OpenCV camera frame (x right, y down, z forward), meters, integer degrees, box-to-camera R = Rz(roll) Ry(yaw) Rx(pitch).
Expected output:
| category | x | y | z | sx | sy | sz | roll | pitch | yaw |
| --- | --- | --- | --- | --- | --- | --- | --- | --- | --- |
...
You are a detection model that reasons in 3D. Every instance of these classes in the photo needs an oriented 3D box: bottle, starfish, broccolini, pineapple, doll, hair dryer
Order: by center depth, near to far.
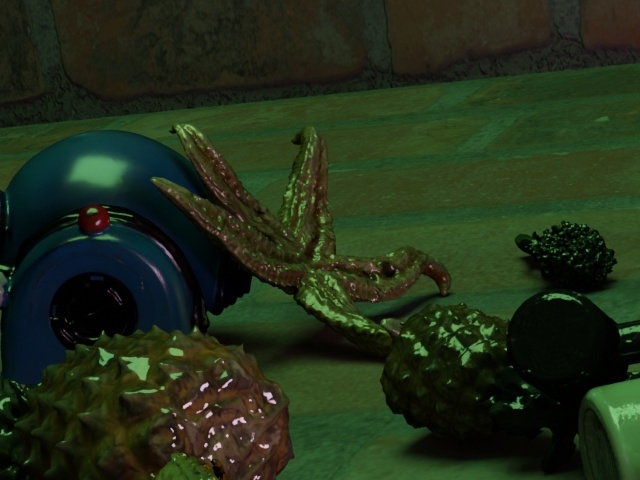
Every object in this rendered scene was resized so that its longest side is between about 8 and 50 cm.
| category | x | y | z | sx | sy | sz | roll | pitch | yaw |
| --- | --- | --- | --- | --- | --- | --- | --- | --- | --- |
| bottle | 0.302 | 0.125 | 1.245 | 0.245 | 0.104 | 0.104 | -10 | 13 | -8 |
| hair dryer | 0.255 | 0.062 | 1.266 | 0.248 | 0.070 | 0.114 | -9 | -15 | 18 |
| pineapple | -0.174 | 0.142 | 1.379 | 0.175 | 0.175 | 0.361 | -19 | 13 | -37 |
| pineapple | 0.165 | 0.113 | 1.411 | 0.237 | 0.111 | 0.119 | 13 | 57 | 39 |
| doll | -0.205 | 0.024 | 1.782 | 0.284 | 0.240 | 0.310 | 10 | 15 | -5 |
| starfish | -0.005 | 0.009 | 1.791 | 0.375 | 0.094 | 0.327 | 9 | 36 | -48 |
| broccolini | 0.242 | 0.020 | 1.919 | 0.091 | 0.068 | 0.202 | 2 | -4 | -8 |

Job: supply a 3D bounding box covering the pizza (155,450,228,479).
| category | x | y | z | sx | sy | sz | roll | pitch | yaw |
| --- | --- | --- | --- | --- | --- | --- | --- | --- | --- |
| pizza | -0.033 | 0.200 | 0.998 | 0.071 | 0.189 | 0.297 | -38 | 10 | -7 |
